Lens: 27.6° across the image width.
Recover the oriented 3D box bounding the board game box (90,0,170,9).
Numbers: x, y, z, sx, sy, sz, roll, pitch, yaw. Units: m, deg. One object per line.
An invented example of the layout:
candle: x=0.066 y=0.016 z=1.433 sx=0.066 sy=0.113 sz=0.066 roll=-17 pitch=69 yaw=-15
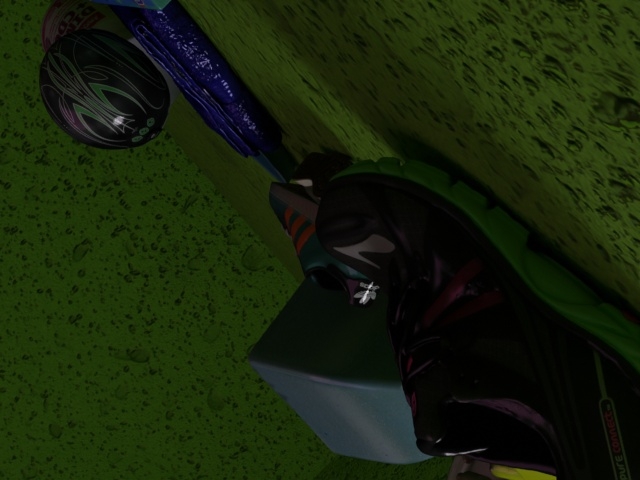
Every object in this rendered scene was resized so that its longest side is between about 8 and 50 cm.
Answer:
board game box: x=-0.282 y=-0.368 z=1.645 sx=0.210 sy=0.047 sz=0.160 roll=18 pitch=153 yaw=54

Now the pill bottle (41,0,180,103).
pill bottle: x=-0.332 y=-0.302 z=2.089 sx=0.160 sy=0.160 sz=0.283 roll=50 pitch=172 yaw=-37

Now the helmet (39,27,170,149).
helmet: x=-0.303 y=-0.208 z=1.797 sx=0.169 sy=0.169 sz=0.161 roll=43 pitch=-169 yaw=32

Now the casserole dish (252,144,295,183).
casserole dish: x=-0.103 y=-0.158 z=2.047 sx=0.188 sy=0.037 sz=0.114 roll=44 pitch=174 yaw=33

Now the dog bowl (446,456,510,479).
dog bowl: x=0.320 y=0.513 z=2.098 sx=0.150 sy=0.408 sz=0.408 roll=4 pitch=-176 yaw=-13

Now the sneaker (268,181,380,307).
sneaker: x=0.000 y=0.000 z=1.804 sx=0.108 sy=0.121 sz=0.302 roll=6 pitch=-166 yaw=-27

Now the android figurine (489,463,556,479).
android figurine: x=0.331 y=0.298 z=1.509 sx=0.273 sy=0.056 sz=0.248 roll=5 pitch=147 yaw=46

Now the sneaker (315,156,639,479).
sneaker: x=0.129 y=0.085 z=1.182 sx=0.483 sy=0.202 sz=0.185 roll=41 pitch=172 yaw=42

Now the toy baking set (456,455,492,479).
toy baking set: x=0.254 y=0.302 z=2.042 sx=0.030 sy=0.196 sz=0.256 roll=4 pitch=179 yaw=-12

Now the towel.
towel: x=-0.199 y=-0.255 z=1.866 sx=0.308 sy=0.076 sz=0.227 roll=51 pitch=172 yaw=-37

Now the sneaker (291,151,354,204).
sneaker: x=0.030 y=-0.061 z=1.647 sx=0.086 sy=0.064 sz=0.192 roll=40 pitch=177 yaw=-20

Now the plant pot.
plant pot: x=0.107 y=0.167 z=1.836 sx=0.252 sy=0.247 sz=0.248 roll=10 pitch=147 yaw=50
